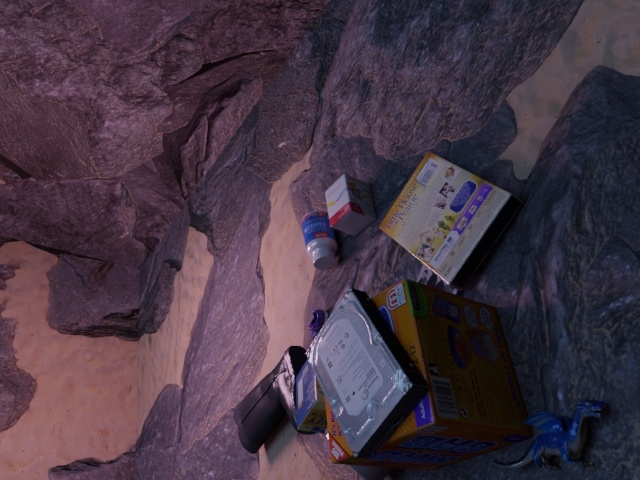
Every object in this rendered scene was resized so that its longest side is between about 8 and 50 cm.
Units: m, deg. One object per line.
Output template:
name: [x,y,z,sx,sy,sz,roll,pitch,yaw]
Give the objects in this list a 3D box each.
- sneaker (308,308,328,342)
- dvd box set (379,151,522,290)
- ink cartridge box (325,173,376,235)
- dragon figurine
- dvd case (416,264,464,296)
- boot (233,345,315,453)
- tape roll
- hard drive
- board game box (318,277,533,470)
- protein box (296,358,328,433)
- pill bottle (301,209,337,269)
sneaker: [-0.020,0.343,2.196,0.068,0.071,0.170,-19,60,52]
dvd box set: [0.375,-0.075,1.774,0.307,0.062,0.420,-58,33,8]
ink cartridge box: [0.111,-0.134,2.174,0.127,0.128,0.176,-42,44,38]
dragon figurine: [0.524,0.441,1.323,0.289,0.085,0.144,-32,50,45]
dvd case: [0.374,0.099,1.763,0.179,0.029,0.238,26,96,57]
boot: [-0.172,0.668,2.195,0.445,0.146,0.367,-49,31,27]
tape roll: [0.117,0.610,1.719,0.072,0.219,0.219,-48,35,-1]
hard drive: [0.094,0.306,1.388,0.237,0.064,0.339,-57,37,21]
board game box: [0.253,0.366,1.510,0.356,0.356,0.356,-39,45,39]
protein box: [0.012,0.505,1.944,0.201,0.136,0.200,-95,23,-46]
pill bottle: [0.000,0.000,2.281,0.124,0.124,0.221,-45,42,35]
